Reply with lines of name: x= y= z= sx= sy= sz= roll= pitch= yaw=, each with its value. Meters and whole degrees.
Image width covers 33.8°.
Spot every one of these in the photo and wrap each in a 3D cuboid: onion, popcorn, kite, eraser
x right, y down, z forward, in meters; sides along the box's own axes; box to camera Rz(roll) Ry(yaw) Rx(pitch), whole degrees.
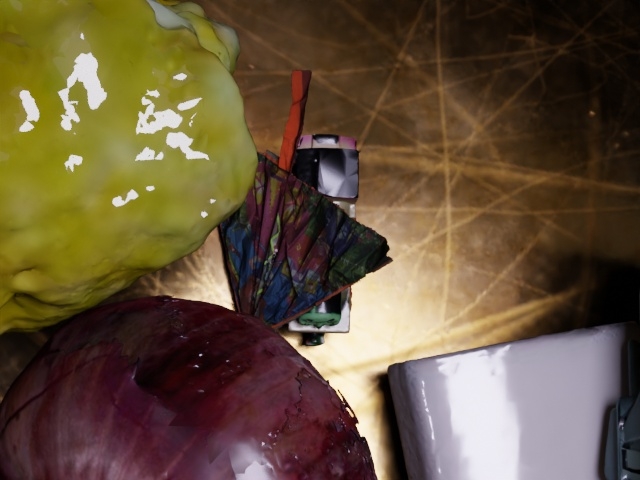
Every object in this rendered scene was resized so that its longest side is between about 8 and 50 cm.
onion: x=-0.073 y=0.155 z=0.617 sx=0.252 sy=0.219 sz=0.252 roll=2 pitch=95 yaw=27
popcorn: x=-0.222 y=-0.074 z=0.606 sx=0.292 sy=0.293 sz=0.334 roll=-52 pitch=50 yaw=18
kite: x=-0.034 y=-0.020 z=0.677 sx=0.009 sy=0.232 sz=0.189 roll=-3 pitch=115 yaw=-40
eraser: x=0.154 y=0.197 z=0.685 sx=0.174 sy=0.095 sz=0.270 roll=-9 pitch=80 yaw=-16

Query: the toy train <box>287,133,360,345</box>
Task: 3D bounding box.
toy train: x=0.000 y=0.000 z=0.701 sx=0.050 sy=0.087 sz=0.138 roll=2 pitch=80 yaw=-5

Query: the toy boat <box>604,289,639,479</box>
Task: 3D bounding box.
toy boat: x=0.240 y=0.106 z=0.629 sx=0.114 sy=0.122 sz=0.296 roll=22 pitch=62 yaw=-28
